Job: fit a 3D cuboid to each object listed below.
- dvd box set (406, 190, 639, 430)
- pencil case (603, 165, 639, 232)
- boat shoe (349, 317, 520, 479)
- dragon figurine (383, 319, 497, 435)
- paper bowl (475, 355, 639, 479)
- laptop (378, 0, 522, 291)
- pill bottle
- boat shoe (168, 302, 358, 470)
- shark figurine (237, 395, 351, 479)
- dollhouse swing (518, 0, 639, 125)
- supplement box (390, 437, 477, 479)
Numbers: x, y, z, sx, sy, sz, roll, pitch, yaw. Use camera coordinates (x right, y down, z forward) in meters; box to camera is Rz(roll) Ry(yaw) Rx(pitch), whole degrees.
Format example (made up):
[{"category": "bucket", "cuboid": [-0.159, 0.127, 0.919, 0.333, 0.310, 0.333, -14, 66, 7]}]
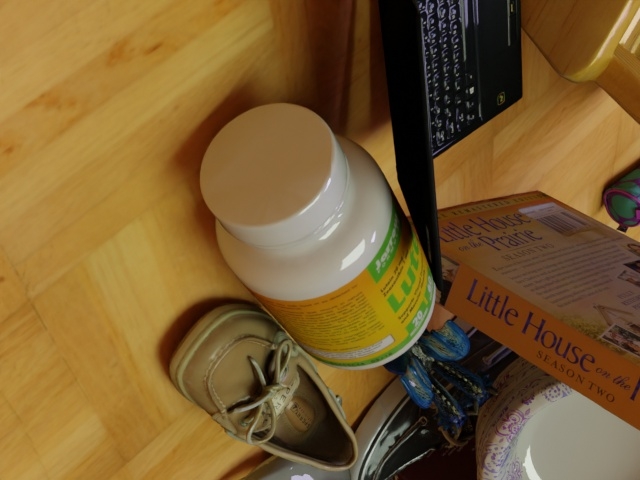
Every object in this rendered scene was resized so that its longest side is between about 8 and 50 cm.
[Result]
[{"category": "dvd box set", "cuboid": [0.308, 0.078, 1.057, 0.307, 0.420, 0.062, -12, 126, -50]}, {"category": "pencil case", "cuboid": [0.454, -0.073, 1.454, 0.152, 0.070, 0.064, -33, 143, -33]}, {"category": "boat shoe", "cuboid": [0.150, 0.198, 1.269, 0.301, 0.102, 0.108, -44, 148, -17]}, {"category": "dragon figurine", "cuboid": [0.092, 0.107, 1.059, 0.085, 0.144, 0.289, -51, 149, -7]}, {"category": "paper bowl", "cuboid": [0.314, 0.225, 1.178, 0.148, 0.284, 0.284, -77, -174, -64]}, {"category": "laptop", "cuboid": [0.121, -0.140, 0.824, 0.264, 0.136, 0.234, -35, 134, -30]}, {"category": "pill bottle", "cuboid": [0.000, 0.000, 0.831, 0.136, 0.136, 0.245, -49, 149, -9]}, {"category": "boat shoe", "cuboid": [-0.038, 0.140, 0.964, 0.104, 0.089, 0.285, -52, 149, -3]}, {"category": "shark figurine", "cuboid": [-0.018, 0.268, 1.102, 0.278, 0.116, 0.166, -4, 122, -55]}, {"category": "dollhouse swing", "cuboid": [0.398, -0.204, 1.018, 0.347, 0.305, 0.315, 10, 112, -56]}, {"category": "supplement box", "cuboid": [0.211, 0.298, 1.362, 0.191, 0.194, 0.129, -42, 147, -21]}]
